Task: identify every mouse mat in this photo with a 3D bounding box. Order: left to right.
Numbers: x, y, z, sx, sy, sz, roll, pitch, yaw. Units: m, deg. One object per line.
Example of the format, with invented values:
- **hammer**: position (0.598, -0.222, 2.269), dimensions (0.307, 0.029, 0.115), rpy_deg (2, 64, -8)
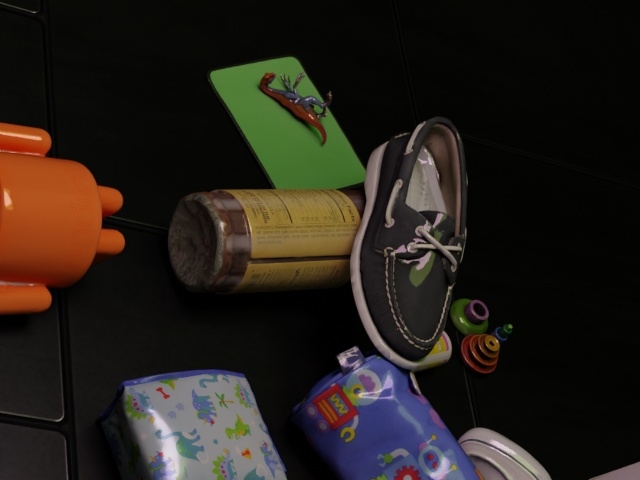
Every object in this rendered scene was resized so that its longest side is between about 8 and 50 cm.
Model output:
- **mouse mat**: position (-0.036, -0.130, 2.055), dimensions (0.152, 0.007, 0.190), rpy_deg (-16, 68, -44)

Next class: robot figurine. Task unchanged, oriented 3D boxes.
- **robot figurine**: position (-0.295, -0.022, 1.680), dimensions (0.219, 0.158, 0.128), rpy_deg (5, 22, -36)

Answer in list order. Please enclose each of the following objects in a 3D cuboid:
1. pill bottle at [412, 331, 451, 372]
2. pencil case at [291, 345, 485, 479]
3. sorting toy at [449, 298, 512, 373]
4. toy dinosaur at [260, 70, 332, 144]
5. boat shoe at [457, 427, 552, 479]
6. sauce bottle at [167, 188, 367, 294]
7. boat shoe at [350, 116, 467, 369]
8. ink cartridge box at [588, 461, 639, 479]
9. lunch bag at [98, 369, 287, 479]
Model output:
- **pill bottle**: position (0.101, 0.122, 1.939), dimensions (0.083, 0.043, 0.043), rpy_deg (-10, 65, -43)
- **pencil case**: position (0.103, 0.244, 1.785), dimensions (0.306, 0.133, 0.119), rpy_deg (52, 2, 6)
- **sorting toy**: position (0.186, 0.103, 2.022), dimensions (0.061, 0.042, 0.102), rpy_deg (14, 50, -30)
- **toy dinosaur**: position (-0.030, -0.163, 2.053), dimensions (0.082, 0.047, 0.090), rpy_deg (5, 64, -13)
- **boat shoe**: position (0.216, 0.298, 1.864), dimensions (0.226, 0.083, 0.076), rpy_deg (48, 41, 2)
- **sauce bottle**: position (0.000, 0.000, 1.908), dimensions (0.344, 0.111, 0.111), rpy_deg (0, 59, -41)
- **boat shoe**: position (0.100, -0.007, 1.842), dimensions (0.114, 0.091, 0.303), rpy_deg (29, 43, -32)
- **ink cartridge box**: position (0.387, 0.383, 1.862), dimensions (0.273, 0.114, 0.197), rpy_deg (45, 39, -26)
- **lunch bag**: position (-0.115, 0.193, 1.678), dimensions (0.151, 0.096, 0.129), rpy_deg (-9, 64, -31)
